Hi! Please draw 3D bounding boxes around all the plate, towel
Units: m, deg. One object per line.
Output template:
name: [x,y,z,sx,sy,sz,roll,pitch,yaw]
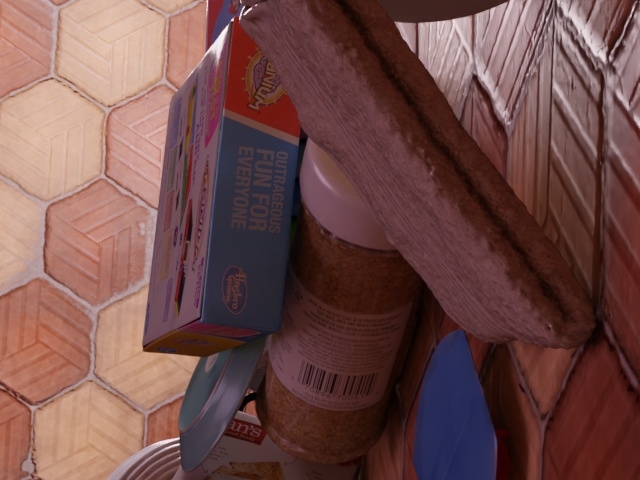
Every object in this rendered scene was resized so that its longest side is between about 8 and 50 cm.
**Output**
plate: [-0.092,0.121,1.662,0.188,0.024,0.188,-59,13,24]
towel: [0.048,-0.050,1.075,0.282,0.049,0.187,53,172,-5]

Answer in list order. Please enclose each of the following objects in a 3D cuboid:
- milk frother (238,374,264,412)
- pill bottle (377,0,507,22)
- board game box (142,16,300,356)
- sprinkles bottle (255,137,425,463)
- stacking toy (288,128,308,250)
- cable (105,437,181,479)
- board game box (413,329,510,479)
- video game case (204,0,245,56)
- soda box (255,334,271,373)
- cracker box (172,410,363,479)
milk frother: [-0.070,0.178,2.271,0.143,0.129,0.135,51,176,-7]
pill bottle: [0.058,-0.319,1.173,0.188,0.187,0.334,104,167,-53]
board game box: [-0.085,-0.032,1.536,0.316,0.064,0.242,154,123,-75]
sprinkles bottle: [0.024,0.042,1.490,0.355,0.121,0.121,103,167,-50]
stacking toy: [0.000,0.000,1.698,0.141,0.141,0.330,-150,59,-81]
cable: [-0.133,0.336,2.009,0.089,0.257,0.257,124,149,-64]
board game box: [0.103,0.143,1.223,0.169,0.033,0.133,-104,23,-48]
video game case: [-0.046,-0.252,2.032,0.285,0.025,0.204,-13,73,55]
soda box: [-0.022,0.080,1.909,0.286,0.091,0.098,129,143,-77]
cracker box: [-0.068,0.264,1.679,0.232,0.155,0.067,-62,-15,-52]
